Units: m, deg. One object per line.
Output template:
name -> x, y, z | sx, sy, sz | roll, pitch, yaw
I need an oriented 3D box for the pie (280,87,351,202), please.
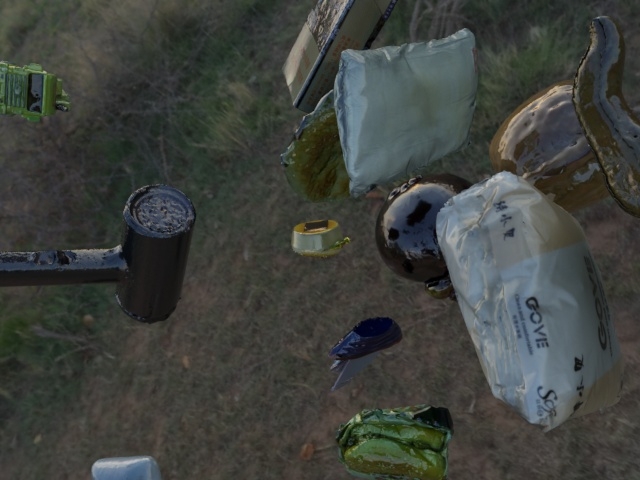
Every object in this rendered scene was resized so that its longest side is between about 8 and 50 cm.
pie -> 0.069, -0.190, 1.245 | 0.296, 0.371, 0.078 | -47, 63, 20

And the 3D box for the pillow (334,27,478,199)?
pillow -> 0.092, -0.130, 0.592 | 0.051, 0.229, 0.128 | 12, 117, 39

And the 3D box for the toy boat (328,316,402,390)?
toy boat -> 0.118, 0.301, 1.590 | 0.219, 0.318, 0.072 | -26, 57, -12

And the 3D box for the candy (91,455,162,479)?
candy -> -0.294, 0.429, 0.967 | 0.138, 0.071, 0.174 | -15, 92, 30

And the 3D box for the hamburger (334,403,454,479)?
hamburger -> 0.131, 0.365, 1.088 | 0.214, 0.235, 0.125 | 0, 59, 7

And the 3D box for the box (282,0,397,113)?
box -> 0.036, -0.409, 1.168 | 0.310, 0.084, 0.198 | -58, 27, 28

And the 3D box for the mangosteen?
mangosteen -> 0.299, 0.001, 1.538 | 0.307, 0.307, 0.346 | -29, 92, 26

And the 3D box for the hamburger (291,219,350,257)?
hamburger -> 0.000, 0.000, 1.460 | 0.141, 0.081, 0.126 | -12, 18, -11

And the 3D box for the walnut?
walnut -> 0.578, -0.214, 1.482 | 0.344, 0.306, 0.306 | -31, 48, 7

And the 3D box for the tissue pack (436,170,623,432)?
tissue pack -> 0.348, 0.100, 0.983 | 0.195, 0.390, 0.375 | -23, 72, 33

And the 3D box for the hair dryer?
hair dryer -> -0.284, 0.029, 0.742 | 0.089, 0.252, 0.197 | 68, 149, 31

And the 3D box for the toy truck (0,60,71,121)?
toy truck -> -0.404, -0.207, 0.853 | 0.169, 0.100, 0.077 | -154, 68, -62

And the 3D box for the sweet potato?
sweet potato -> 0.324, -0.123, 0.658 | 0.081, 0.062, 0.232 | -31, 72, 55
